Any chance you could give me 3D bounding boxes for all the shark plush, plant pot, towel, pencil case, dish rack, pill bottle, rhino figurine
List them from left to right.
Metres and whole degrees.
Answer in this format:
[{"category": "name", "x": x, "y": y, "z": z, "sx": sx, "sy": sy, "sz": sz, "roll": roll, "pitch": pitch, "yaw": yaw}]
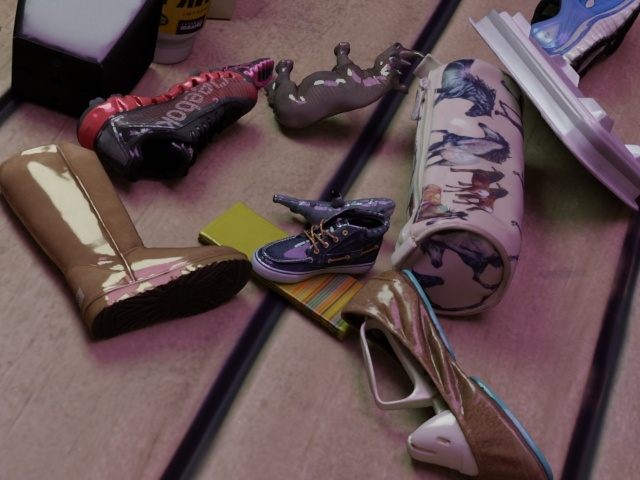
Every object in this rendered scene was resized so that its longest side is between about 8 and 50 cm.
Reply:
[{"category": "plant pot", "x": -0.335, "y": -0.277, "z": 1.677, "sx": 0.188, "sy": 0.187, "sz": 0.167, "roll": 20, "pitch": 55, "yaw": -3}, {"category": "pill bottle", "x": -0.216, "y": -0.370, "z": 1.783, "sx": 0.119, "sy": 0.208, "sz": 0.119, "roll": 11, "pitch": 44, "yaw": -11}, {"category": "towel", "x": -0.041, "y": 0.036, "z": 1.594, "sx": 0.237, "sy": 0.021, "sz": 0.102, "roll": 34, "pitch": 39, "yaw": 14}, {"category": "shark plush", "x": 0.017, "y": -0.048, "z": 1.662, "sx": 0.161, "sy": 0.067, "sz": 0.073, "roll": 19, "pitch": 43, "yaw": -3}, {"category": "rhino figurine", "x": 0.037, "y": -0.230, "z": 1.786, "sx": 0.243, "sy": 0.073, "sz": 0.106, "roll": -16, "pitch": 53, "yaw": 6}, {"category": "pencil case", "x": 0.191, "y": -0.083, "z": 1.698, "sx": 0.183, "sy": 0.160, "sz": 0.410, "roll": 23, "pitch": 43, "yaw": -11}, {"category": "dish rack", "x": 0.377, "y": -0.212, "z": 1.860, "sx": 0.285, "sy": 0.072, "sz": 0.333, "roll": 26, "pitch": 26, "yaw": -52}]

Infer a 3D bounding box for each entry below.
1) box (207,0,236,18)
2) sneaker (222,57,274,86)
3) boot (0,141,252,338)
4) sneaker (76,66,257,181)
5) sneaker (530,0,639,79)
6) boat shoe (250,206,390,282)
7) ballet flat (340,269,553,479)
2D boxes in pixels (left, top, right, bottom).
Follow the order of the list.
[{"category": "box", "x": -0.222, "y": -0.471, "z": 1.856, "sx": 0.213, "sy": 0.243, "sz": 0.117, "roll": -2, "pitch": 48, "yaw": -23}, {"category": "sneaker", "x": -0.118, "y": -0.251, "z": 1.830, "sx": 0.057, "sy": 0.047, "sz": 0.119, "roll": 31, "pitch": 41, "yaw": 26}, {"category": "boot", "x": -0.243, "y": -0.023, "z": 1.520, "sx": 0.236, "sy": 0.089, "sz": 0.269, "roll": -14, "pitch": 53, "yaw": -32}, {"category": "sneaker", "x": -0.186, "y": -0.152, "z": 1.663, "sx": 0.276, "sy": 0.098, "sz": 0.135, "roll": -22, "pitch": 58, "yaw": -34}, {"category": "sneaker", "x": 0.461, "y": -0.394, "z": 2.139, "sx": 0.147, "sy": 0.130, "sz": 0.330, "roll": 40, "pitch": 46, "yaw": 15}, {"category": "boat shoe", "x": 0.000, "y": 0.000, "z": 1.570, "sx": 0.183, "sy": 0.083, "sz": 0.065, "roll": -6, "pitch": 46, "yaw": -31}, {"category": "ballet flat", "x": 0.132, "y": 0.184, "z": 1.458, "sx": 0.124, "sy": 0.116, "sz": 0.342, "roll": -26, "pitch": 64, "yaw": -15}]
